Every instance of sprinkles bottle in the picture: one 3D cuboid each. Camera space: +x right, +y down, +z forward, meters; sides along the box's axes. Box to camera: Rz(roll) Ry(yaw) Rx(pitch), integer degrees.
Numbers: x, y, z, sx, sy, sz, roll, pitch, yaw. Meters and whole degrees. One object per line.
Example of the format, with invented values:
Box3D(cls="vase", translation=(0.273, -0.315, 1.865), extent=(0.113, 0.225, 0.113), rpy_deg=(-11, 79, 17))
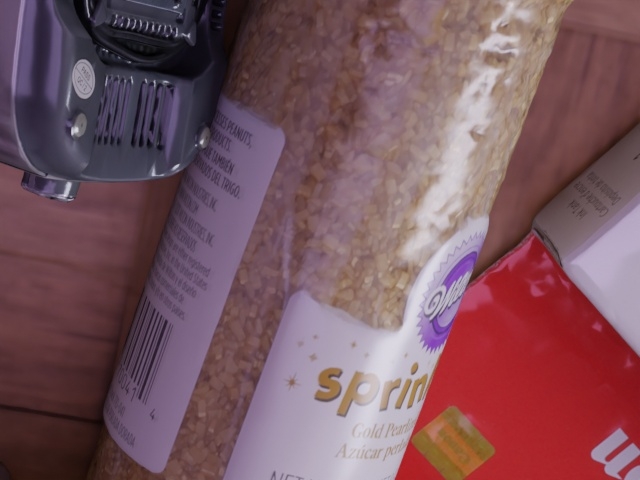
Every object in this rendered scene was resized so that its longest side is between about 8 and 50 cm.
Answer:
Box3D(cls="sprinkles bottle", translation=(0.000, 0.000, 0.728), extent=(0.121, 0.121, 0.355), rpy_deg=(17, 104, -11))

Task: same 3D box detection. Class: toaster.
Box3D(cls="toaster", translation=(-0.105, -0.133, 0.650), extent=(0.146, 0.129, 0.227), rpy_deg=(13, 96, 21))

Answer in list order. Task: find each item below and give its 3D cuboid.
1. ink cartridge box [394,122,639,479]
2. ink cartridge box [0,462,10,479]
Box3D(cls="ink cartridge box", translation=(0.187, 0.099, 0.806), extent=(0.261, 0.066, 0.296), rpy_deg=(-41, 106, 6))
Box3D(cls="ink cartridge box", translation=(-0.224, 0.128, 0.772), extent=(0.180, 0.060, 0.104), rpy_deg=(-42, 107, 6))
